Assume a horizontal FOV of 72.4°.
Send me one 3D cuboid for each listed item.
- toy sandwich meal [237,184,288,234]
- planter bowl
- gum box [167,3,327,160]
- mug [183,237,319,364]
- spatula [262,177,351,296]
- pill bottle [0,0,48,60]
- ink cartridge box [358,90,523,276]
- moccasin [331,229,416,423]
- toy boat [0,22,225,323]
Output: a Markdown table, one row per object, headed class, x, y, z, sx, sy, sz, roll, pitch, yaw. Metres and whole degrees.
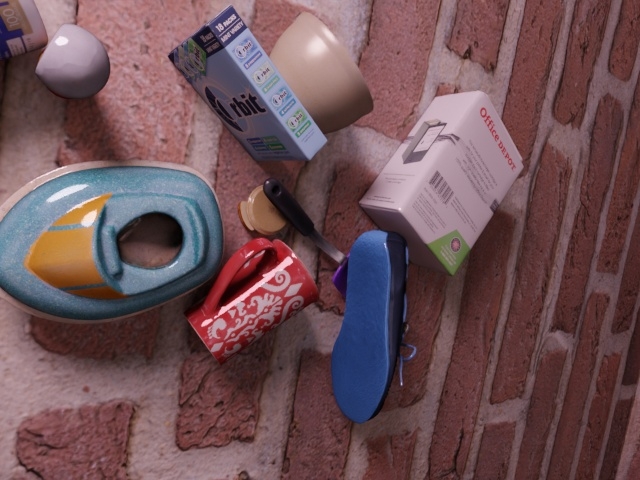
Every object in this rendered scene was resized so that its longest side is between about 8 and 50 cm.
| class | x | y | z | sx | sy | sz | roll | pitch | yaw |
| --- | --- | --- | --- | --- | --- | --- | --- | --- | --- |
| toy sandwich meal | -0.085 | -0.045 | 0.669 | 0.085 | 0.029 | 0.086 | 1 | 88 | -39 |
| planter bowl | -0.017 | -0.213 | 0.615 | 0.109 | 0.162 | 0.162 | -40 | 120 | 2 |
| gum box | -0.095 | -0.183 | 0.557 | 0.041 | 0.157 | 0.184 | -50 | 121 | -16 |
| mug | -0.109 | 0.076 | 0.630 | 0.169 | 0.113 | 0.150 | -36 | 115 | -18 |
| spatula | 0.000 | 0.000 | 0.712 | 0.084 | 0.030 | 0.296 | -55 | 129 | -12 |
| pill bottle | -0.371 | -0.207 | 0.397 | 0.186 | 0.112 | 0.112 | -33 | 115 | -24 |
| ink cartridge box | 0.232 | -0.105 | 0.813 | 0.198 | 0.115 | 0.273 | 44 | 75 | -31 |
| moccasin | 0.110 | 0.153 | 0.760 | 0.117 | 0.137 | 0.342 | -8 | 113 | -49 |
| toy boat | -0.243 | -0.057 | 0.487 | 0.267 | 0.148 | 0.318 | -19 | 109 | -29 |
